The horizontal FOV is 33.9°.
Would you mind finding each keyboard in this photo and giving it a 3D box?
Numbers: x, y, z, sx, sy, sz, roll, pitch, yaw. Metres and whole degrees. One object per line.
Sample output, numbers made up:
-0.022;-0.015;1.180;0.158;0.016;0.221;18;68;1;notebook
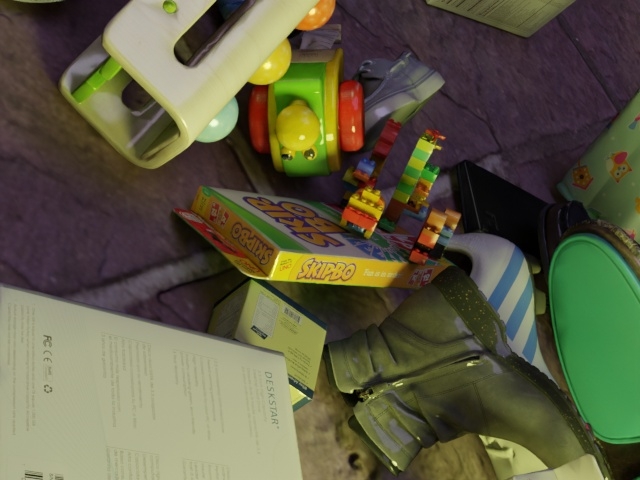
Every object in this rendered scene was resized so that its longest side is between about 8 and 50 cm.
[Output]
0.290;0.031;1.299;0.317;0.033;0.201;23;44;-33;keyboard

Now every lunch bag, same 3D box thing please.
0.489;-0.100;1.450;0.262;0.223;0.160;4;41;-50;lunch bag

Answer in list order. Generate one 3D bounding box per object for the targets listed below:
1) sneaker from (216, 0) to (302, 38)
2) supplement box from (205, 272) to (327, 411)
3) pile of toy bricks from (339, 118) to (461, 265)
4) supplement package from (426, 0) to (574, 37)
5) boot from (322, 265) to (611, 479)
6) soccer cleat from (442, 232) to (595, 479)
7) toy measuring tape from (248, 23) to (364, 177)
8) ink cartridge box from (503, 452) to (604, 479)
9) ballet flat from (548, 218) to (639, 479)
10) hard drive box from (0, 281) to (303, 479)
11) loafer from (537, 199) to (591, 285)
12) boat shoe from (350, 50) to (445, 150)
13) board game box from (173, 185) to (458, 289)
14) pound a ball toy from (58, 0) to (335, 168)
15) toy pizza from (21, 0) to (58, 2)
-0.053;-0.266;1.144;0.162;0.063;0.073;-18;71;-53;sneaker
-0.048;0.089;0.853;0.083;0.056;0.083;36;38;-20;supplement box
0.088;-0.063;1.017;0.118;0.105;0.212;25;18;2;pile of toy bricks
0.270;-0.457;1.544;0.263;0.198;0.199;4;58;-46;supplement package
0.120;0.156;0.907;0.246;0.161;0.083;52;-7;17;boot
0.161;0.134;1.020;0.143;0.116;0.331;10;49;-23;soccer cleat
-0.007;-0.140;1.075;0.121;0.121;0.330;44;19;-12;toy measuring tape
0.149;0.249;0.827;0.062;0.181;0.104;5;57;-46;ink cartridge box
0.367;0.207;1.068;0.182;0.164;0.482;-9;81;-35;ballet flat
-0.125;0.148;0.690;0.232;0.089;0.181;19;47;-37;hard drive box
0.342;0.089;1.205;0.109;0.095;0.302;-8;78;-43;loafer
0.070;-0.167;1.193;0.081;0.079;0.227;44;31;4;boat shoe
0.000;0.000;0.955;0.260;0.039;0.124;3;26;-44;board game box
-0.087;-0.200;0.953;0.136;0.208;0.319;46;60;-14;pound a ball toy
-0.241;-0.302;0.878;0.201;0.201;0.032;40;-3;-16;toy pizza
